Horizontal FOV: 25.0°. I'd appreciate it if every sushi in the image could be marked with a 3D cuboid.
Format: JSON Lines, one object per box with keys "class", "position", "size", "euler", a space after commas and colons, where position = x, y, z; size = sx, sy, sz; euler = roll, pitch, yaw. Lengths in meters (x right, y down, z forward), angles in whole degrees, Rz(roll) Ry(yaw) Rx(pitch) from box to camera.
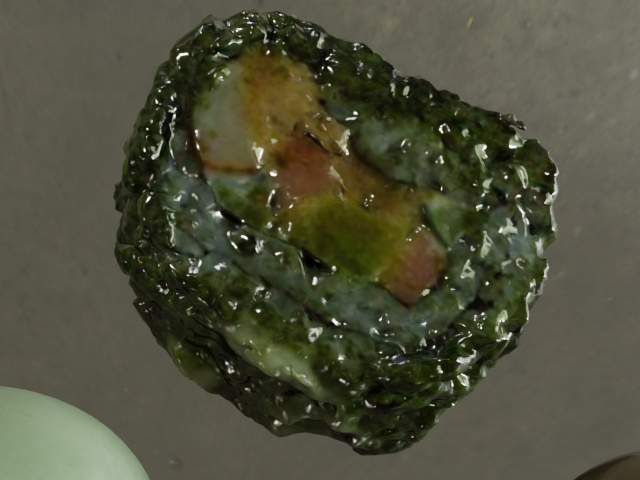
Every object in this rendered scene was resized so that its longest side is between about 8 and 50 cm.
{"class": "sushi", "position": [0.000, 0.000, 1.153], "size": [0.352, 0.178, 0.294], "euler": [29, 61, -1]}

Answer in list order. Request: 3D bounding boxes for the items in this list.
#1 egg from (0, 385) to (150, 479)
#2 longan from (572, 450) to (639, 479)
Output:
{"class": "egg", "position": [-0.152, 0.135, 0.560], "size": [0.192, 0.149, 0.149], "euler": [-24, 81, -28]}
{"class": "longan", "position": [0.168, 0.188, 0.626], "size": [0.198, 0.212, 0.198], "euler": [-10, 114, -24]}
